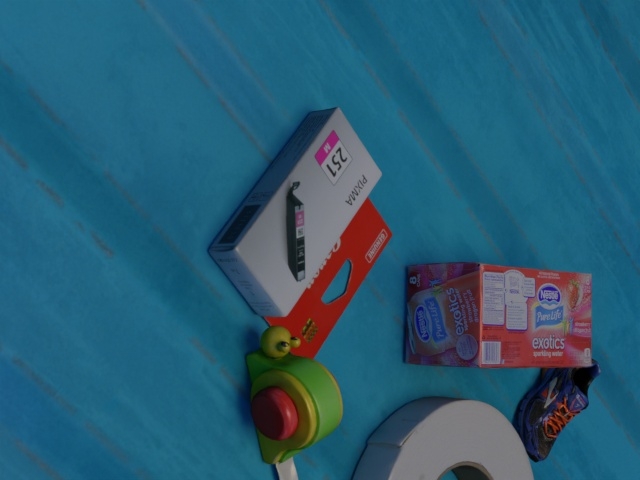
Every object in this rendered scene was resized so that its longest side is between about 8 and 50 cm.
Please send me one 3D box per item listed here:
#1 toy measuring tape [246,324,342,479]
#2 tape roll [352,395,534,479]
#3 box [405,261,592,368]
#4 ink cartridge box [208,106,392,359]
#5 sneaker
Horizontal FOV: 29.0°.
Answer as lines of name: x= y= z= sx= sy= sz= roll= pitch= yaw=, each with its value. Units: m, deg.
toy measuring tape: x=-0.017 y=0.267 z=1.594 sx=0.121 sy=0.121 sz=0.330 roll=-22 pitch=105 yaw=-44
tape roll: x=0.183 y=0.424 z=1.827 sx=0.392 sy=0.072 sz=0.392 roll=2 pitch=87 yaw=-45
box: x=0.275 y=0.115 z=1.880 sx=0.300 sy=0.142 sz=0.154 roll=4 pitch=86 yaw=-46
ink cartridge box: x=0.000 y=0.000 z=1.660 sx=0.239 sy=0.060 sz=0.275 roll=54 pitch=53 yaw=-29
sneaker: x=0.392 y=0.266 z=2.037 sx=0.083 sy=0.087 sz=0.221 roll=50 pitch=56 yaw=-32
